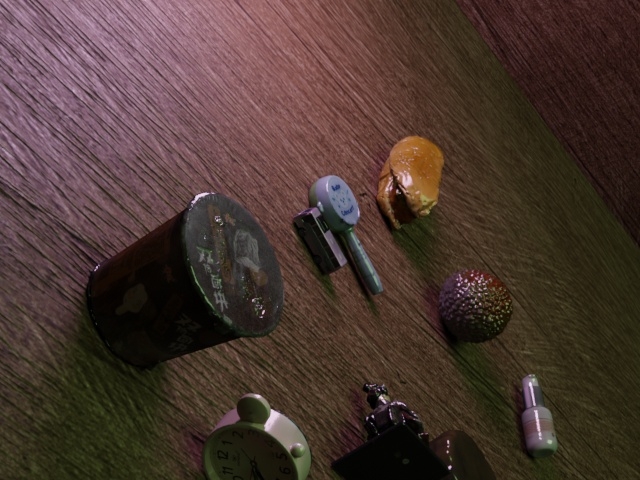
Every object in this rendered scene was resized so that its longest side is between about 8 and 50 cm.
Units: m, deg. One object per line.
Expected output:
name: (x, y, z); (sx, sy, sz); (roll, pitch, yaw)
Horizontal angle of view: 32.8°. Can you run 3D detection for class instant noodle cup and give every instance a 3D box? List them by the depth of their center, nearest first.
instant noodle cup: (-0.194, 0.068, 1.533); (0.217, 0.207, 0.217); (39, 38, -40)

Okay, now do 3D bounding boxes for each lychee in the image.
lychee: (0.346, 0.149, 2.415); (0.197, 0.165, 0.165); (42, 35, -46)

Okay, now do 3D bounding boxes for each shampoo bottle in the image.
shampoo bottle: (0.508, 0.413, 2.564); (0.074, 0.074, 0.192); (35, 38, -42)

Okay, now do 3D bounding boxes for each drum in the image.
drum: (0.049, -0.010, 2.160); (0.130, 0.049, 0.253); (0, 68, -59)

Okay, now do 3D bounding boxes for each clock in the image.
clock: (-0.089, 0.313, 1.567); (0.063, 0.155, 0.229); (-53, 147, -58)

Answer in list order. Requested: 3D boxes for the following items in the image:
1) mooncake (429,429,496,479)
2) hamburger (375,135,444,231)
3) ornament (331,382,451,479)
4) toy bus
mooncake: (0.248, 0.475, 2.039); (0.228, 0.124, 0.228); (45, 29, -34)
hamburger: (0.202, -0.149, 2.447); (0.131, 0.124, 0.262); (51, 31, -22)
ornament: (0.120, 0.337, 1.937); (0.153, 0.166, 0.196); (48, 18, -29)
toy bus: (0.000, 0.000, 2.068); (0.131, 0.052, 0.037); (61, 31, -6)
